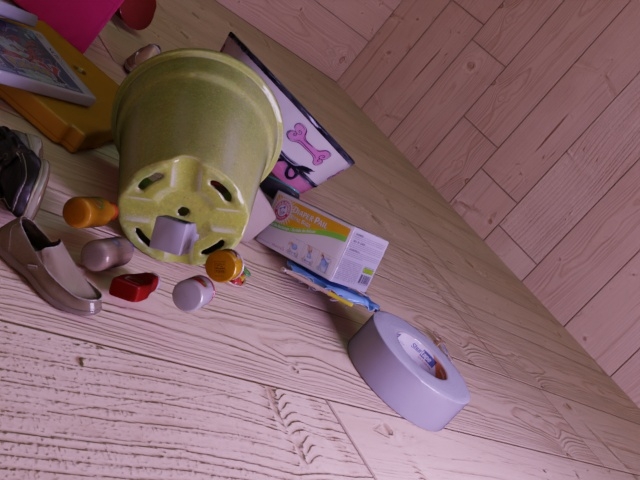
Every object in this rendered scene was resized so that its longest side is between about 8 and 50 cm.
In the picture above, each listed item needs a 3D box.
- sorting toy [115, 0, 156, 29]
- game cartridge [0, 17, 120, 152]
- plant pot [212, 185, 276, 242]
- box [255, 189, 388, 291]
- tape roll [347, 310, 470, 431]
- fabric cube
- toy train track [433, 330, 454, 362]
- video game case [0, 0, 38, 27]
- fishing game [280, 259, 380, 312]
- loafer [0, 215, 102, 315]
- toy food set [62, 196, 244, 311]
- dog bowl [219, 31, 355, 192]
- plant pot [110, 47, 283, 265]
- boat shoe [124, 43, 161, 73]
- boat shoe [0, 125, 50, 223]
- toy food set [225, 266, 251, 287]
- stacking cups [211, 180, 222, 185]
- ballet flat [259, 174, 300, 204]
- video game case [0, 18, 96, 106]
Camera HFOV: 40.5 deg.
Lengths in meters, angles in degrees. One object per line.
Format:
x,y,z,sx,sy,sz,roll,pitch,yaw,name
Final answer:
-0.574,-0.622,2.115,0.126,0.127,0.365,15,0,38,sorting toy
-0.451,-0.266,1.460,0.285,0.052,0.323,41,18,0,game cartridge
-0.141,-0.062,1.526,0.096,0.109,0.109,43,10,-42,plant pot
0.000,0.000,1.569,0.203,0.103,0.114,27,4,40,box
0.152,0.221,1.486,0.219,0.072,0.219,36,16,-12,tape roll
-0.512,-0.584,1.800,0.258,0.259,0.254,37,15,-20,fabric cube
0.257,0.227,1.837,0.048,0.014,0.083,35,20,-47,toy train track
-0.568,-0.385,1.359,0.193,0.023,0.212,18,6,-4,video game case
0.020,0.089,1.546,0.189,0.041,0.264,27,4,5,fishing game
-0.302,0.028,0.972,0.148,0.050,0.056,38,17,-4,loafer
-0.205,0.019,1.094,0.232,0.111,0.104,15,6,9,toy food set
-0.111,-0.275,1.981,0.408,0.150,0.408,46,5,-6,dog bowl
-0.191,-0.106,1.284,0.276,0.276,0.254,34,27,-24,plant pot
-0.391,-0.409,1.943,0.068,0.072,0.190,35,16,-19,boat shoe
-0.381,-0.086,1.062,0.073,0.080,0.223,21,15,-28,boat shoe
-0.148,0.042,1.363,0.083,0.020,0.082,41,15,2,toy food set
-0.229,-0.181,1.578,0.096,0.096,0.316,28,12,-39,stacking cups
-0.130,-0.106,1.686,0.203,0.074,0.074,30,9,28,ballet flat
-0.469,-0.289,1.350,0.183,0.023,0.201,48,19,22,video game case
